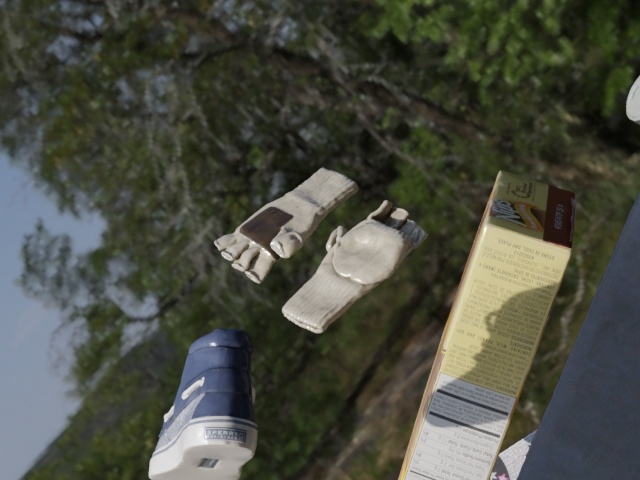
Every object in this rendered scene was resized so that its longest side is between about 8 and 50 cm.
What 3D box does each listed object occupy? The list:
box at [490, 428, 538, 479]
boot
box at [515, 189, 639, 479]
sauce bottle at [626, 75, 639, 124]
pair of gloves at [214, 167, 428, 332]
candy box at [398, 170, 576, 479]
[{"bbox_3d":[0.257,0.314,1.368,0.247,0.142,0.163,-38,-27,16],"label":"box"},{"bbox_3d":[-0.084,0.131,0.882,0.190,0.069,0.086,134,142,-61],"label":"boot"},{"bbox_3d":[0.308,0.172,0.760,0.395,0.293,0.212,-61,-35,-19],"label":"box"},{"bbox_3d":[0.518,-0.106,1.380,0.111,0.344,0.111,-55,23,38],"label":"sauce bottle"},{"bbox_3d":[0.000,0.000,1.471,0.204,0.240,0.042,-38,-47,-16],"label":"pair of gloves"},{"bbox_3d":[0.161,0.109,1.150,0.183,0.087,0.316,-54,-20,-67],"label":"candy box"}]
